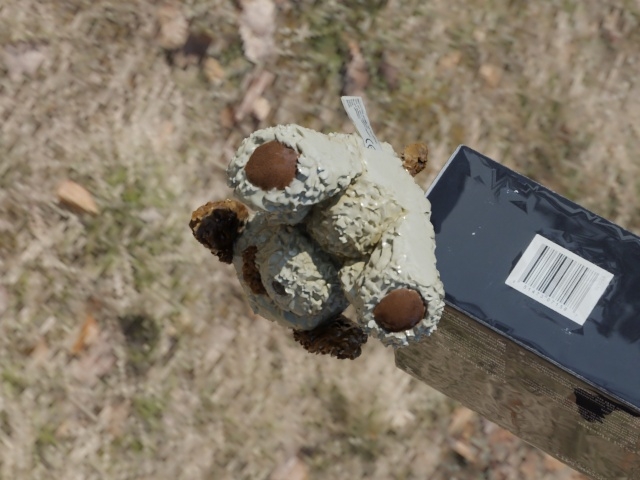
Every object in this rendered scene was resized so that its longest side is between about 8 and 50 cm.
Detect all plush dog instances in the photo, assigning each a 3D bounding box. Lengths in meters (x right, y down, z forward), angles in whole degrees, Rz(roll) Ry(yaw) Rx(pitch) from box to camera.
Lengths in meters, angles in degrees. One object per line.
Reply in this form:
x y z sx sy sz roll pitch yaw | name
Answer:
0.000 0.000 1.652 0.262 0.225 0.210 47 36 -6 | plush dog

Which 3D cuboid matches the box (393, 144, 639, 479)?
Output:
0.259 0.100 1.828 0.179 0.343 0.312 -54 162 -18 | box
